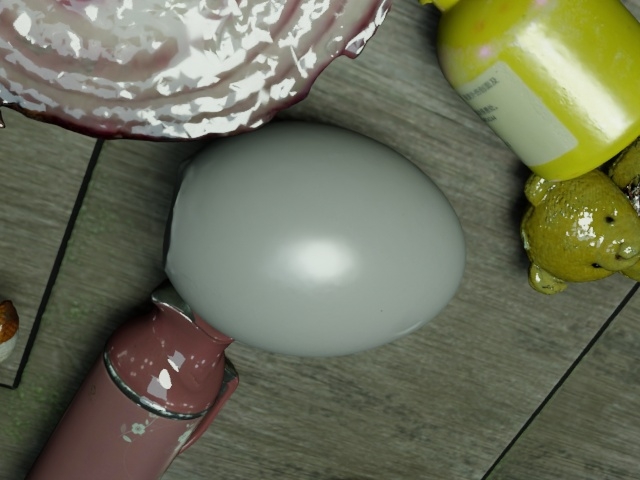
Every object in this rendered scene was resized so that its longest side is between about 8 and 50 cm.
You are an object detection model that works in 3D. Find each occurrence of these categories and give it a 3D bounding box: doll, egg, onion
[{"bbox_3d":[0.272,-0.017,0.640,0.209,0.097,0.137,-11,114,-6],"label":"doll"},{"bbox_3d":[0.000,0.000,0.574,0.232,0.176,0.176,5,119,-18],"label":"egg"},{"bbox_3d":[-0.091,-0.207,0.477,0.280,0.146,0.314,21,108,-25],"label":"onion"}]

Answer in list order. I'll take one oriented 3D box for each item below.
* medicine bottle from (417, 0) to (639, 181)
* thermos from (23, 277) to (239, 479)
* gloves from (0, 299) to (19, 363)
[{"bbox_3d":[0.135,-0.153,0.535,0.212,0.122,0.122,44,107,-9],"label":"medicine bottle"},{"bbox_3d":[-0.162,0.169,0.689,0.136,0.109,0.330,27,113,-19],"label":"thermos"},{"bbox_3d":[-0.325,0.122,0.635,0.218,0.140,0.131,-26,122,14],"label":"gloves"}]
